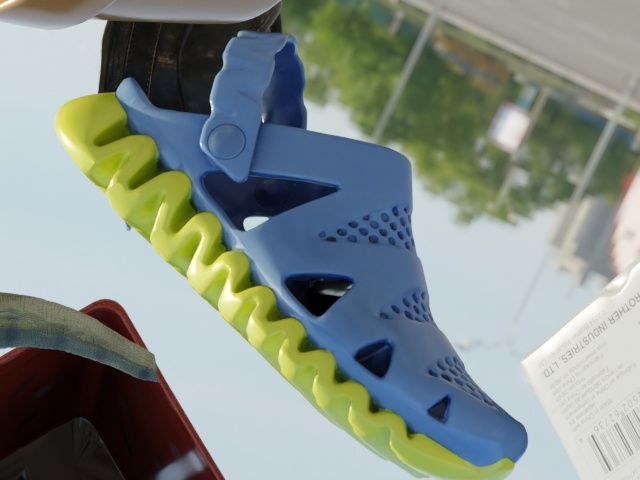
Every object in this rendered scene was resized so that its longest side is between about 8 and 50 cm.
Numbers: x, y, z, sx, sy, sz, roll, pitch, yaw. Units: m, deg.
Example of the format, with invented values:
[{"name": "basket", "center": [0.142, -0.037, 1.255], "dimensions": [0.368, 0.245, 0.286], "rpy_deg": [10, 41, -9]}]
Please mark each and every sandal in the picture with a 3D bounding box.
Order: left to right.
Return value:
[{"name": "sandal", "center": [0.000, 0.000, 1.050], "dimensions": [0.317, 0.138, 0.126], "rpy_deg": [46, 176, 15]}]

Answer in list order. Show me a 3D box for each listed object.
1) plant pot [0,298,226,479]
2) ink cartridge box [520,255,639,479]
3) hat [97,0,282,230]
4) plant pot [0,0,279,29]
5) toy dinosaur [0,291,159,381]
[{"name": "plant pot", "center": [-0.213, 0.239, 1.551], "dimensions": [0.267, 0.267, 0.236], "rpy_deg": [59, 168, 6]}, {"name": "ink cartridge box", "center": [0.248, 0.147, 1.086], "dimensions": [0.065, 0.186, 0.311], "rpy_deg": [-1, -123, -41]}, {"name": "hat", "center": [-0.102, -0.168, 1.709], "dimensions": [0.134, 0.331, 0.331], "rpy_deg": [4, -176, 6]}, {"name": "plant pot", "center": [-0.119, -0.268, 1.351], "dimensions": [0.203, 0.291, 0.291], "rpy_deg": [15, -169, -38]}, {"name": "toy dinosaur", "center": [-0.209, 0.022, 0.817], "dimensions": [0.268, 0.118, 0.064], "rpy_deg": [-9, -166, -8]}]
